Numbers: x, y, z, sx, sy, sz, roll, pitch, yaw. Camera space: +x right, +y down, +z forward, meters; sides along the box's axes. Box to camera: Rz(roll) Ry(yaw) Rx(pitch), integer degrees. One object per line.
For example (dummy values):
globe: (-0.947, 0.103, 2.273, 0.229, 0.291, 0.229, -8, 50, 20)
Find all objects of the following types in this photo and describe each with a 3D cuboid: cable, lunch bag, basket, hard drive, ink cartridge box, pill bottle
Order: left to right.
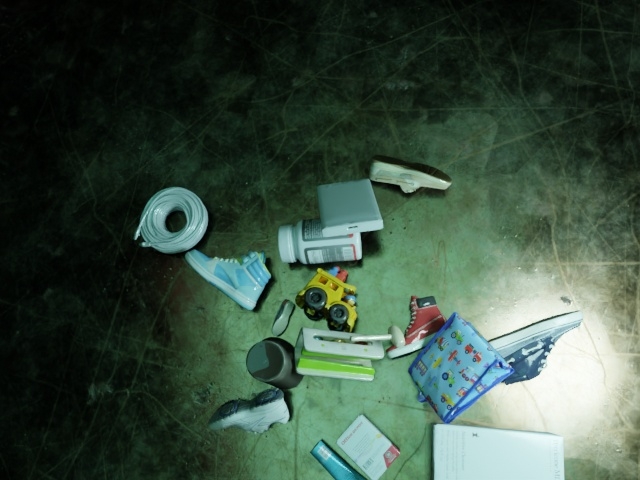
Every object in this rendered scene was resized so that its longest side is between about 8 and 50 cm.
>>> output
cable: (-0.556, -0.074, 2.060, 0.257, 0.089, 0.257, 11, 77, 9)
basket: (-0.161, 0.406, 1.810, 0.154, 0.227, 0.204, -43, 74, -5)
pill bottle: (0.000, 0.000, 1.929, 0.283, 0.161, 0.161, -5, 75, 6)
hard drive: (0.096, -0.121, 1.906, 0.203, 0.040, 0.307, -8, 33, 1)
ink cartridge box: (0.156, 0.679, 1.777, 0.175, 0.072, 0.127, 42, 85, 15)
lunch bag: (0.419, 0.419, 1.726, 0.293, 0.138, 0.221, -46, 44, 9)

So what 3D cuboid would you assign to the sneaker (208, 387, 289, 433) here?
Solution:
sneaker: (-0.244, 0.604, 1.831, 0.297, 0.111, 0.129, -19, 106, 17)

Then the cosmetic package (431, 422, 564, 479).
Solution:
cosmetic package: (0.542, 0.693, 1.681, 0.385, 0.156, 0.217, 1, 74, 9)

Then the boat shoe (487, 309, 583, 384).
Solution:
boat shoe: (0.717, 0.355, 1.774, 0.340, 0.127, 0.158, -23, 79, 10)

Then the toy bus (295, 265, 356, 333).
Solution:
toy bus: (0.053, 0.195, 1.895, 0.220, 0.149, 0.211, 30, 65, 12)

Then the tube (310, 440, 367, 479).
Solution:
tube: (0.057, 0.755, 1.787, 0.207, 0.052, 0.080, 42, 89, 10)

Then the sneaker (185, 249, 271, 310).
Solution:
sneaker: (-0.320, 0.086, 1.971, 0.319, 0.127, 0.208, 36, 84, 5)

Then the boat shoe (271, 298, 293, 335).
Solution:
boat shoe: (-0.142, 0.275, 1.939, 0.043, 0.049, 0.137, 13, 76, 54)

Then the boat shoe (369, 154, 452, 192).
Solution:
boat shoe: (0.328, -0.230, 1.987, 0.302, 0.109, 0.098, 16, 117, 11)

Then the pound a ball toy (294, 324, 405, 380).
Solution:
pound a ball toy: (0.091, 0.338, 1.780, 0.319, 0.208, 0.136, 8, 35, -13)

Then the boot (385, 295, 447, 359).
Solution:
boot: (0.308, 0.292, 1.855, 0.244, 0.088, 0.176, -25, 73, -8)
